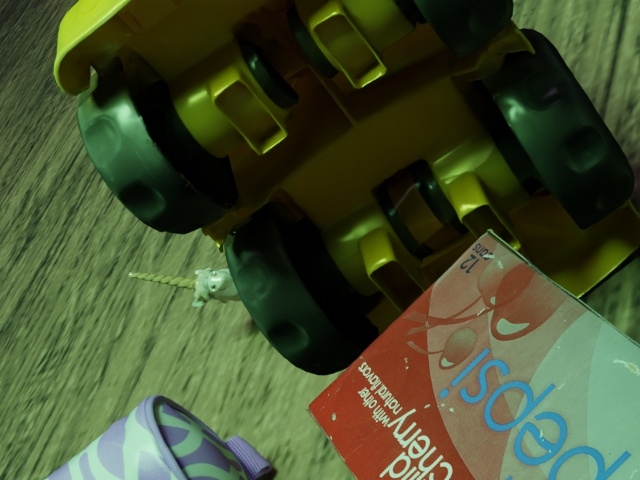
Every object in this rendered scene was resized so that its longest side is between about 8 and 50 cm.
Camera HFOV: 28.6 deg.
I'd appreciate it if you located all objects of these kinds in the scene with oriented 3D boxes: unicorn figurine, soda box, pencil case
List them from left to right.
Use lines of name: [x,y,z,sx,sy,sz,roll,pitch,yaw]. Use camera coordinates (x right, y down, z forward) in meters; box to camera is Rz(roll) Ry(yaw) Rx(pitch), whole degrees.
pencil case: [-0.111,0.155,0.546,0.206,0.086,0.088,-41,-9,7]
unicorn figurine: [0.000,0.000,0.642,0.162,0.060,0.111,-38,21,-21]
soda box: [0.088,0.092,0.327,0.092,0.083,0.263,-45,25,1]

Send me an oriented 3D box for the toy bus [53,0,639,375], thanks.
toy bus: [0.006,-0.081,0.505,0.149,0.220,0.211,-31,41,16]
